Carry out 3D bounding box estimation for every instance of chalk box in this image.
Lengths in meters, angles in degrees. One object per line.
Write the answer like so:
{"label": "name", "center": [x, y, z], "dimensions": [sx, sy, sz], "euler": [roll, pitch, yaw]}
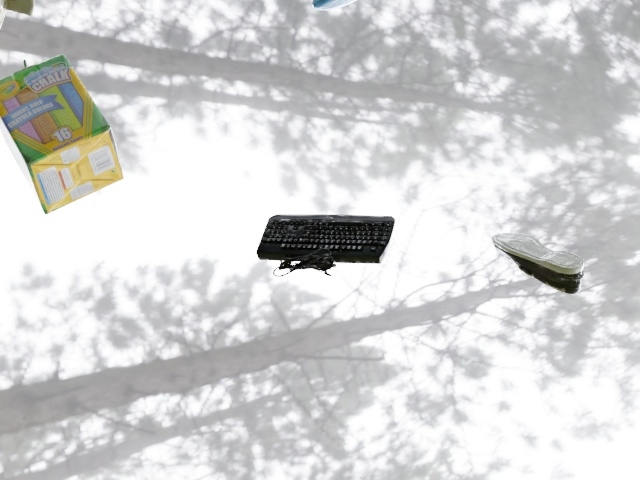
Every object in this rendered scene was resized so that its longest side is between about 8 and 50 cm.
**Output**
{"label": "chalk box", "center": [-0.401, -0.173, 1.503], "dimensions": [0.132, 0.132, 0.213], "euler": [-28, -118, -16]}

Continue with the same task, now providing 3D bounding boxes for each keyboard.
{"label": "keyboard", "center": [0.000, 0.000, 1.364], "dimensions": [0.192, 0.038, 0.100], "euler": [0, -121, 26]}

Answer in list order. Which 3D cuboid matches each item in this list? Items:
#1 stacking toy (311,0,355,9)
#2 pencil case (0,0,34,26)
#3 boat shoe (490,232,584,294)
{"label": "stacking toy", "center": [0.007, -0.429, 1.153], "dimensions": [0.165, 0.175, 0.302], "euler": [-15, -66, 51]}
{"label": "pencil case", "center": [-0.428, -0.250, 0.775], "dimensions": [0.183, 0.410, 0.160], "euler": [15, -79, 40]}
{"label": "boat shoe", "center": [0.237, 0.024, 1.122], "dimensions": [0.125, 0.046, 0.038], "euler": [24, -53, 46]}
